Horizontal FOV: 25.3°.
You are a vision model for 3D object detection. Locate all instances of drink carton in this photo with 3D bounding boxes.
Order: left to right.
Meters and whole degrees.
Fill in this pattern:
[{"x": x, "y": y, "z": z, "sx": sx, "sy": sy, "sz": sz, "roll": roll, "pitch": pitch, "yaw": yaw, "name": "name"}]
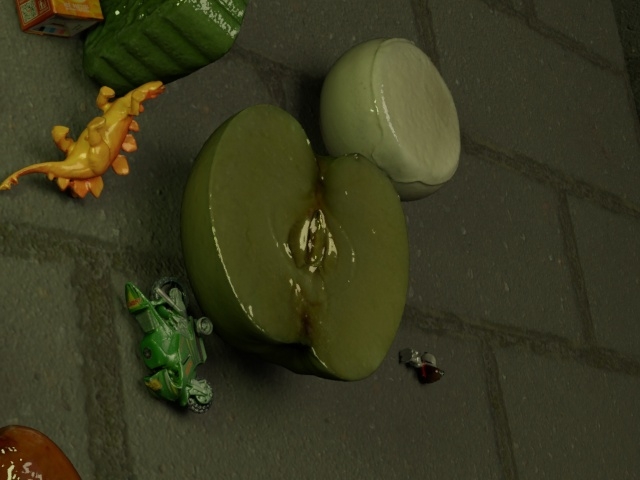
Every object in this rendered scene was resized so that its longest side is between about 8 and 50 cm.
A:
[{"x": -0.371, "y": -0.390, "z": 1.917, "sx": 0.096, "sy": 0.071, "sz": 0.223, "roll": -1, "pitch": 74, "yaw": -54, "name": "drink carton"}]

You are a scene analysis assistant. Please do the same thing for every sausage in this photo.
[{"x": -0.303, "y": 0.327, "z": 1.580, "sx": 0.133, "sy": 0.133, "sz": 0.258, "roll": -27, "pitch": 94, "yaw": -57, "name": "sausage"}]

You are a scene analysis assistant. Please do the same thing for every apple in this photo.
[{"x": -0.035, "y": 0.011, "z": 1.994, "sx": 0.312, "sy": 0.320, "sz": 0.360, "roll": 86, "pitch": 10, "yaw": -62, "name": "apple"}]

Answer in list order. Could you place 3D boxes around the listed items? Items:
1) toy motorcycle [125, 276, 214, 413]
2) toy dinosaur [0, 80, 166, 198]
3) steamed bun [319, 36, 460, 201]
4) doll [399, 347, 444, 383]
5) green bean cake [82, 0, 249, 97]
[{"x": -0.199, "y": 0.141, "z": 1.886, "sx": 0.106, "sy": 0.074, "sz": 0.190, "roll": -10, "pitch": 81, "yaw": -48, "name": "toy motorcycle"}, {"x": -0.297, "y": -0.113, "z": 1.854, "sx": 0.288, "sy": 0.070, "sz": 0.117, "roll": -45, "pitch": 143, "yaw": -32, "name": "toy dinosaur"}, {"x": 0.103, "y": -0.195, "z": 2.392, "sx": 0.283, "sy": 0.177, "sz": 0.283, "roll": 28, "pitch": 54, "yaw": -47, "name": "steamed bun"}, {"x": 0.172, "y": 0.210, "z": 2.399, "sx": 0.085, "sy": 0.040, "sz": 0.058, "roll": 19, "pitch": 45, "yaw": -55, "name": "doll"}, {"x": -0.211, "y": -0.313, "z": 1.954, "sx": 0.125, "sy": 0.248, "sz": 0.222, "roll": 40, "pitch": 39, "yaw": -29, "name": "green bean cake"}]
